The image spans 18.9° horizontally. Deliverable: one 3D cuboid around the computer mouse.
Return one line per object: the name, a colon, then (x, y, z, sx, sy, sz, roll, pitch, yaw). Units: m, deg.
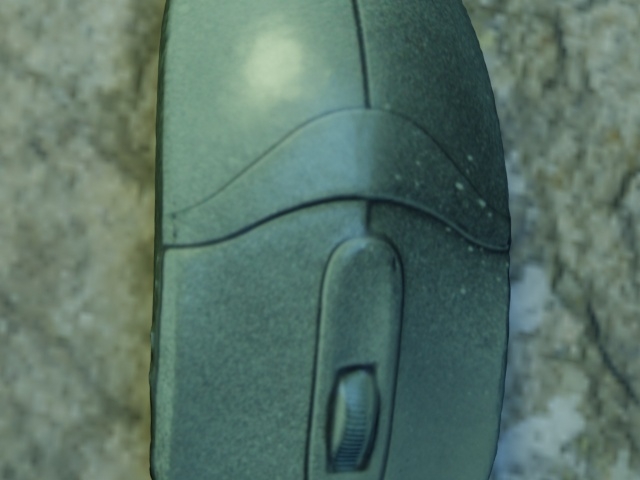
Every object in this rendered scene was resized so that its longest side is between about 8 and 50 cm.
computer mouse: (0.002, -0.002, 0.572, 0.113, 0.068, 0.229, -1, 83, -19)
